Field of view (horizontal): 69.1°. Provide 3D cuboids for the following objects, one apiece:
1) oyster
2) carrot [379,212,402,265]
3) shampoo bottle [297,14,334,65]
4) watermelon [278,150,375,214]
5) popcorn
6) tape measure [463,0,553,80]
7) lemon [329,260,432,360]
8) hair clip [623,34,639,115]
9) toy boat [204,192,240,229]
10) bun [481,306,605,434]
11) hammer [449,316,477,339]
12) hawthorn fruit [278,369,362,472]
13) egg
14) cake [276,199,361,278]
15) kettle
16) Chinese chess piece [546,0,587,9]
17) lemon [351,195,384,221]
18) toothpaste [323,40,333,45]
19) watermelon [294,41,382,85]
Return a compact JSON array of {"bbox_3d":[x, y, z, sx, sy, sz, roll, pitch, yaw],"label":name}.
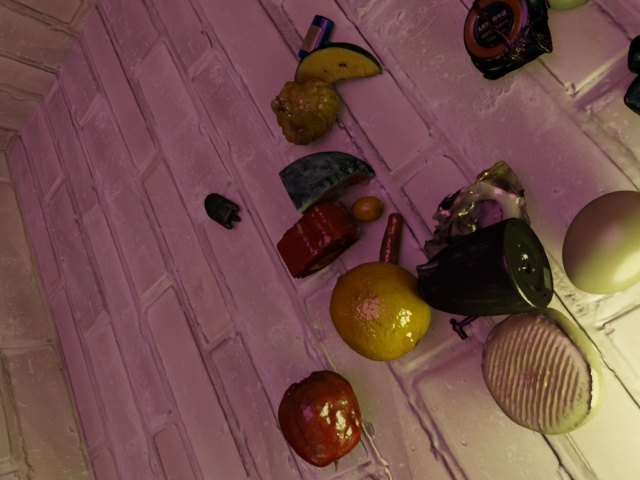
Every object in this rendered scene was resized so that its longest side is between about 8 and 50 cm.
[{"bbox_3d":[0.412,-0.036,1.209,0.237,0.114,0.352,23,114,19],"label":"oyster"},{"bbox_3d":[0.211,0.007,1.393,0.060,0.060,0.186,6,87,35],"label":"carrot"},{"bbox_3d":[-0.023,-0.681,1.613,0.087,0.050,0.183,33,105,29],"label":"shampoo bottle"},{"bbox_3d":[0.001,-0.153,1.469,0.319,0.290,0.214,6,128,17],"label":"watermelon"},{"bbox_3d":[-0.055,-0.435,1.532,0.203,0.200,0.226,51,157,15],"label":"popcorn"},{"bbox_3d":[0.476,-0.540,1.195,0.202,0.135,0.223,-21,80,53],"label":"tape measure"},{"bbox_3d":[0.165,0.192,1.284,0.293,0.293,0.293,-3,84,34],"label":"lemon"},{"bbox_3d":[0.781,-0.403,0.961,0.310,0.194,0.206,-31,76,27],"label":"hair clip"},{"bbox_3d":[-0.392,-0.121,1.822,0.210,0.052,0.104,29,105,34],"label":"toy boat"},{"bbox_3d":[0.527,0.304,1.099,0.287,0.146,0.288,-6,82,49],"label":"bun"},{"bbox_3d":[0.432,0.198,1.248,0.178,0.021,0.065,-40,66,23],"label":"hammer"},{"bbox_3d":[0.005,0.520,1.380,0.258,0.258,0.262,-52,55,20],"label":"hawthorn fruit"},{"bbox_3d":[0.638,0.007,1.017,0.186,0.186,0.242,33,106,32],"label":"egg"},{"bbox_3d":[0.000,0.000,1.463,0.283,0.177,0.151,-47,61,34],"label":"cake"},{"bbox_3d":[0.386,0.104,1.119,0.290,0.268,0.207,-27,40,45],"label":"kettle"},{"bbox_3d":[0.619,-0.675,1.155,0.188,0.083,0.189,-2,85,31],"label":"Chinese chess piece"},{"bbox_3d":[0.146,-0.096,1.429,0.110,0.082,0.082,-7,82,35],"label":"lemon"},{"bbox_3d":[0.014,-0.584,1.584,0.037,0.043,0.179,21,98,31],"label":"toothpaste"},{"bbox_3d":[0.043,-0.570,1.502,0.301,0.123,0.129,-4,111,23],"label":"watermelon"}]
